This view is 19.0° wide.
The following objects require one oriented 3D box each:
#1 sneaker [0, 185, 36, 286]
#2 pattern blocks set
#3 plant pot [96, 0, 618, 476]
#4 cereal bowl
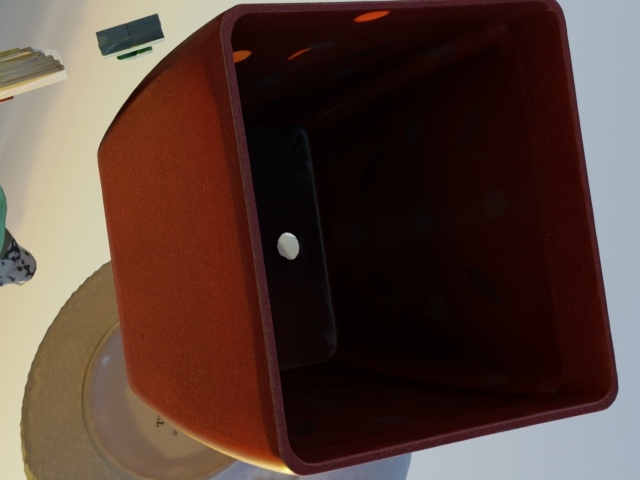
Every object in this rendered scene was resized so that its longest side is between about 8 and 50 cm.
[{"bbox_3d":[-0.232,-0.019,1.026,0.158,0.182,0.410,46,-55,31],"label":"sneaker"},{"bbox_3d":[-0.268,-0.102,1.338,0.285,0.324,0.026,179,-106,-76],"label":"pattern blocks set"},{"bbox_3d":[0.000,0.000,1.228,0.235,0.267,0.267,-11,-93,54],"label":"plant pot"},{"bbox_3d":[-0.097,0.137,1.560,0.141,0.339,0.339,54,50,-66],"label":"cereal bowl"}]
